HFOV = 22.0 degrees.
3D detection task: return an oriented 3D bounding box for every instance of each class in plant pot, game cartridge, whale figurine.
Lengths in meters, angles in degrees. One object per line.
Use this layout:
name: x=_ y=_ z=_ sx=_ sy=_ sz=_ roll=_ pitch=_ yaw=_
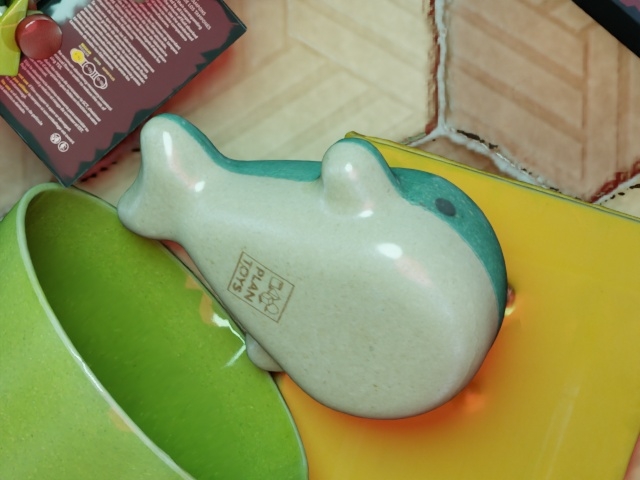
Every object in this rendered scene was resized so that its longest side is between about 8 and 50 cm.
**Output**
plant pot: x=-0.205 y=0.158 z=1.104 sx=0.293 sy=0.275 sz=0.275 roll=-39 pitch=103 yaw=14
game cartridge: x=0.105 y=0.110 z=1.237 sx=0.285 sy=0.052 sz=0.323 roll=17 pitch=98 yaw=-12
whale figurine: x=0.000 y=0.000 z=1.116 sx=0.272 sy=0.141 sz=0.216 roll=29 pitch=133 yaw=7

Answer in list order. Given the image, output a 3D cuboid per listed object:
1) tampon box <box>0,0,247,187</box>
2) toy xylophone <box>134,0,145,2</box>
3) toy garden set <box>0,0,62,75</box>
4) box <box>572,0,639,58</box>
tampon box: x=-0.147 y=-0.132 z=1.116 sx=0.161 sy=0.120 sz=0.101 roll=-41 pitch=104 yaw=-1
toy xylophone: x=-0.126 y=-0.276 z=1.041 sx=0.236 sy=0.322 sz=0.081 roll=24 pitch=137 yaw=-4
toy garden set: x=-0.278 y=-0.111 z=1.054 sx=0.244 sy=0.204 sz=0.049 roll=-42 pitch=126 yaw=-2
box: x=0.318 y=-0.239 z=1.188 sx=0.184 sy=0.103 sz=0.261 roll=37 pitch=91 yaw=-10
